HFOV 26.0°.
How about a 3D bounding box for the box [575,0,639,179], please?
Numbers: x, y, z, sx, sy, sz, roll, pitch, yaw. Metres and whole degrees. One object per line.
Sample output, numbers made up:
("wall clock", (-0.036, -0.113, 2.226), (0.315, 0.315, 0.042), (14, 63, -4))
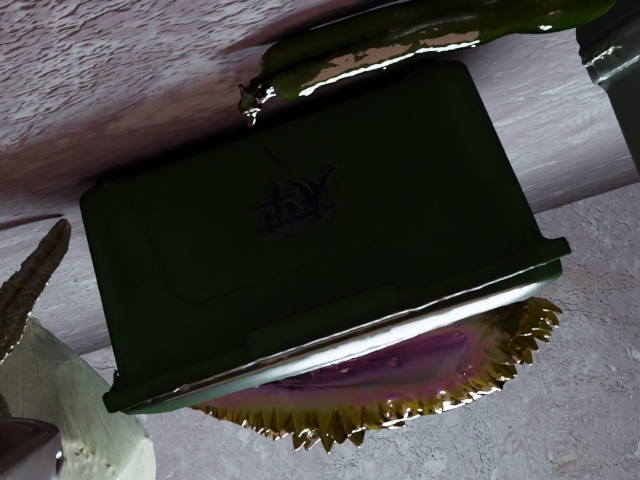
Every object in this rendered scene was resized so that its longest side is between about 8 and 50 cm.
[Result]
("box", (0.263, -0.122, 0.841), (0.148, 0.129, 0.210), (-16, 176, -20))

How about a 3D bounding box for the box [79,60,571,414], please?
("box", (0.000, 0.000, 1.002), (0.329, 0.177, 0.253), (-17, 174, 5))

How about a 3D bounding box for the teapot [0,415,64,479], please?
("teapot", (-0.318, 0.129, 0.775), (0.300, 0.253, 0.344), (4, -174, 8))

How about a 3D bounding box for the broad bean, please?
("broad bean", (0.062, -0.112, 0.734), (0.227, 0.039, 0.069), (-17, 169, -8))

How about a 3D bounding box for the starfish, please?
("starfish", (-0.291, 0.101, 1.037), (0.231, 0.295, 0.048), (11, 161, 42))

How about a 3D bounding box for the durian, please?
("durian", (0.063, 0.118, 1.226), (0.341, 0.112, 0.191), (-17, 170, 23))

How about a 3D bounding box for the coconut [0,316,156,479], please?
("coconut", (-0.348, 0.250, 1.462), (0.346, 0.360, 0.346), (24, -170, -4))
